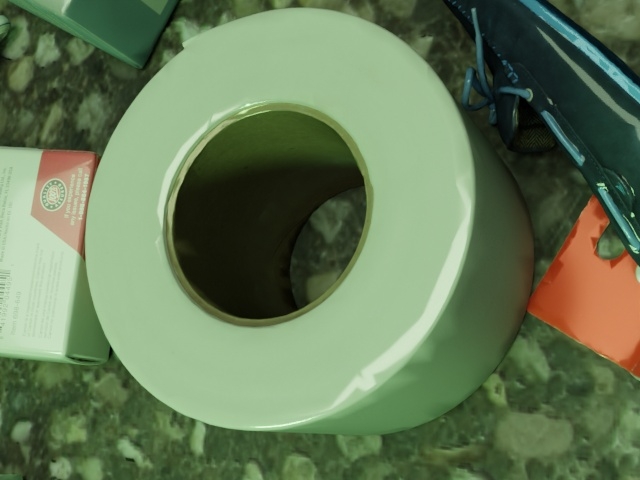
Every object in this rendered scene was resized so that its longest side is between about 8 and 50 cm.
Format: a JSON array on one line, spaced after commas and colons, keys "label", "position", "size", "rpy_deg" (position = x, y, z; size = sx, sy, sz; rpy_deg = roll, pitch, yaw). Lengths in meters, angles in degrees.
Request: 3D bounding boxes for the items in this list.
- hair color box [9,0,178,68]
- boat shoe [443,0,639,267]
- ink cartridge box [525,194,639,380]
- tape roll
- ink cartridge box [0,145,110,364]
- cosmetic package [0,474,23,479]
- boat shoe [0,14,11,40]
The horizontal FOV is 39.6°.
[{"label": "hair color box", "position": [-0.272, -0.318, 0.794], "size": [0.374, 0.113, 0.185], "rpy_deg": [30, 91, 26]}, {"label": "boat shoe", "position": [0.141, -0.089, 0.556], "size": [0.089, 0.109, 0.258], "rpy_deg": [-51, 53, 24]}, {"label": "ink cartridge box", "position": [0.260, 0.019, 0.512], "size": [0.232, 0.066, 0.189], "rpy_deg": [32, 92, 23]}, {"label": "tape roll", "position": [0.000, 0.000, 0.566], "size": [0.246, 0.169, 0.246], "rpy_deg": [-6, 75, 23]}, {"label": "ink cartridge box", "position": [-0.274, 0.010, 0.705], "size": [0.217, 0.092, 0.159], "rpy_deg": [5, 79, 9]}, {"label": "cosmetic package", "position": [-0.234, 0.304, 0.659], "size": [0.099, 0.060, 0.239], "rpy_deg": [-35, 66, 11]}, {"label": "boat shoe", "position": [-0.321, -0.167, 0.828], "size": [0.100, 0.035, 0.035], "rpy_deg": [-39, 93, 7]}]
